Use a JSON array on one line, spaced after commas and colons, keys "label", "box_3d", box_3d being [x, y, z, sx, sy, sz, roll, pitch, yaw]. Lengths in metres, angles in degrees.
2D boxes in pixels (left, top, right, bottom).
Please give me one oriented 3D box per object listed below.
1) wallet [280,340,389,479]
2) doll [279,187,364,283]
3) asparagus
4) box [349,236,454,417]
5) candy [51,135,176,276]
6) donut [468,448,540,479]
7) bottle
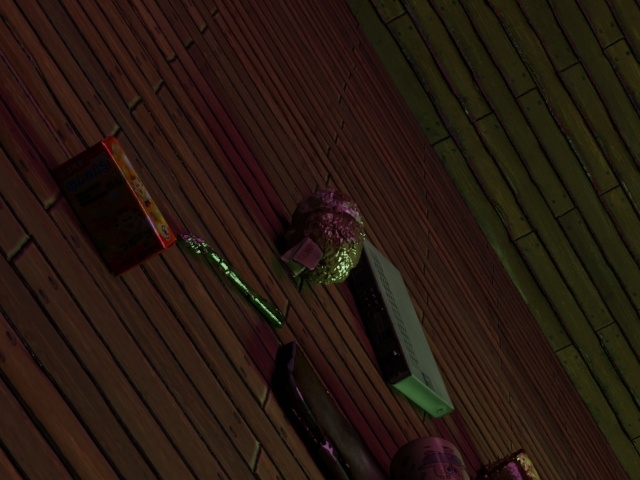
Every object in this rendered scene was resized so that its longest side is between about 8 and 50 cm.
[{"label": "wallet", "box_3d": [0.024, 0.243, 1.676, 0.255, 0.031, 0.137, 57, 14, -13]}, {"label": "doll", "box_3d": [0.006, 0.000, 1.940, 0.221, 0.105, 0.115, -72, 139, -75]}, {"label": "asparagus", "box_3d": [-0.100, 0.045, 1.647, 0.022, 0.023, 0.233, 15, -20, 37]}, {"label": "box", "box_3d": [0.114, 0.131, 2.205, 0.211, 0.045, 0.270, 40, 25, -56]}, {"label": "candy", "box_3d": [-0.195, -0.032, 1.355, 0.122, 0.062, 0.038, 60, 13, -8]}, {"label": "donut", "box_3d": [0.308, 0.404, 2.280, 0.141, 0.085, 0.217, 62, 12, 4]}, {"label": "bottle", "box_3d": [0.146, 0.346, 1.766, 0.097, 0.110, 0.209, 50, 13, -30]}]
